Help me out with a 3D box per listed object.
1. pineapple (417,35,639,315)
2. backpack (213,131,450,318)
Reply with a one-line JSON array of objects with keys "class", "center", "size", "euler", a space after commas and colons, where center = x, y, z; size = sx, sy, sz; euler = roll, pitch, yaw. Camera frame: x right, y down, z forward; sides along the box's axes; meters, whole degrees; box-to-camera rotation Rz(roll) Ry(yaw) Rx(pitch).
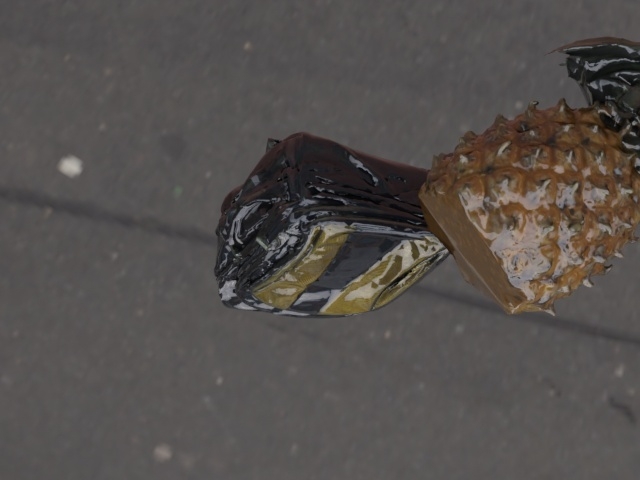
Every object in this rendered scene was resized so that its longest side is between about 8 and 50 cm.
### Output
[{"class": "pineapple", "center": [0.245, -0.096, 1.394], "size": [0.165, 0.364, 0.165], "euler": [47, 166, 15]}, {"class": "backpack", "center": [0.000, 0.000, 1.611], "size": [0.206, 0.133, 0.258], "euler": [12, 147, -22]}]
